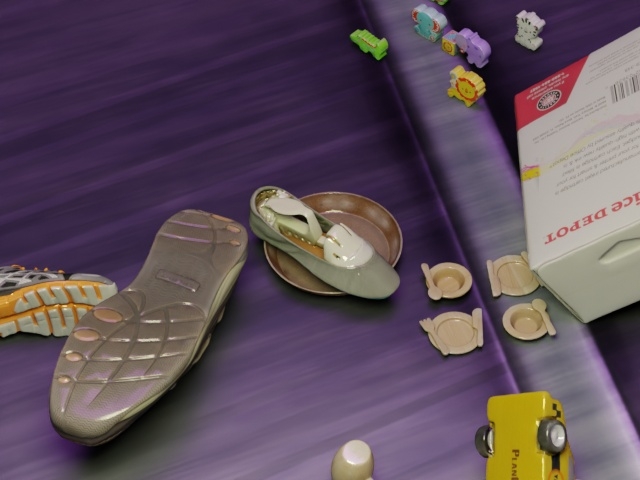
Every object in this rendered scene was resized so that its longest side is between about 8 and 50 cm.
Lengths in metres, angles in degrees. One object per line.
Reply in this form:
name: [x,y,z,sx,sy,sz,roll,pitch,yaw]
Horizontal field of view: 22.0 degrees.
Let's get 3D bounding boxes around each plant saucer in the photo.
plant saucer: [0.015,0.009,2.007,0.168,0.029,0.168,0,47,0]

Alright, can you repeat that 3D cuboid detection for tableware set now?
tableware set: [0.196,0.072,1.949,0.168,0.020,0.141,-7,47,-6]

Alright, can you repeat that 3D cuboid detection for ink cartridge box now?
ink cartridge box: [0.360,-0.085,1.953,0.226,0.131,0.306,-26,42,28]

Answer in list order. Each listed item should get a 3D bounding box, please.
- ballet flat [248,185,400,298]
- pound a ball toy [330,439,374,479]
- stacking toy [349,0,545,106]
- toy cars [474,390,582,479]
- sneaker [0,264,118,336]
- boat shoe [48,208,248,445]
ballet flat: [0.000,0.000,1.950,0.213,0.068,0.072,29,54,25]
pound a ball toy: [0.057,0.337,1.628,0.208,0.136,0.319,-32,54,-25]
stacking toy: [0.177,-0.284,2.261,0.221,0.052,0.167,31,55,28]
toy cars: [0.268,0.321,1.643,0.087,0.176,0.394,14,32,-40]
sneaker: [-0.345,0.063,1.932,0.214,0.084,0.083,-6,42,-3]
boat shoe: [-0.181,0.115,1.848,0.132,0.130,0.355,22,45,16]
